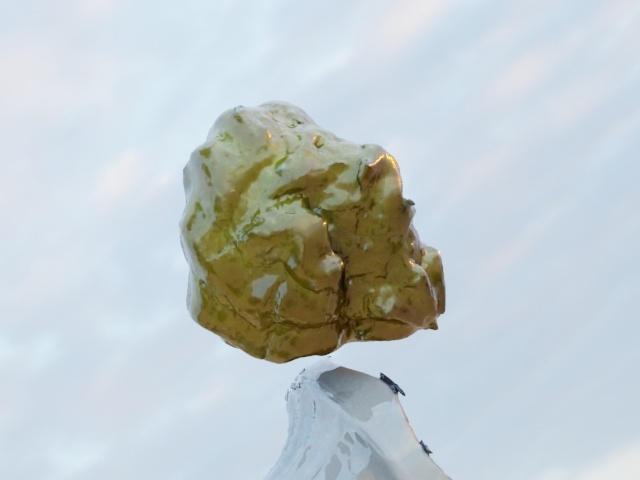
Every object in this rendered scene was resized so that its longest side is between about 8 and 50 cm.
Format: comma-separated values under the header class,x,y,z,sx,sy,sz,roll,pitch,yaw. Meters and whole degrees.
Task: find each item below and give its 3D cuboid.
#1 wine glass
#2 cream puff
class,x,y,z,sx,sy,sz,roll,pitch,yaw
wine glass,-0.026,0.175,0.940,0.196,0.165,0.165,-31,-18,-16
cream puff,0.000,0.000,0.907,0.146,0.116,0.146,-21,-67,-61
